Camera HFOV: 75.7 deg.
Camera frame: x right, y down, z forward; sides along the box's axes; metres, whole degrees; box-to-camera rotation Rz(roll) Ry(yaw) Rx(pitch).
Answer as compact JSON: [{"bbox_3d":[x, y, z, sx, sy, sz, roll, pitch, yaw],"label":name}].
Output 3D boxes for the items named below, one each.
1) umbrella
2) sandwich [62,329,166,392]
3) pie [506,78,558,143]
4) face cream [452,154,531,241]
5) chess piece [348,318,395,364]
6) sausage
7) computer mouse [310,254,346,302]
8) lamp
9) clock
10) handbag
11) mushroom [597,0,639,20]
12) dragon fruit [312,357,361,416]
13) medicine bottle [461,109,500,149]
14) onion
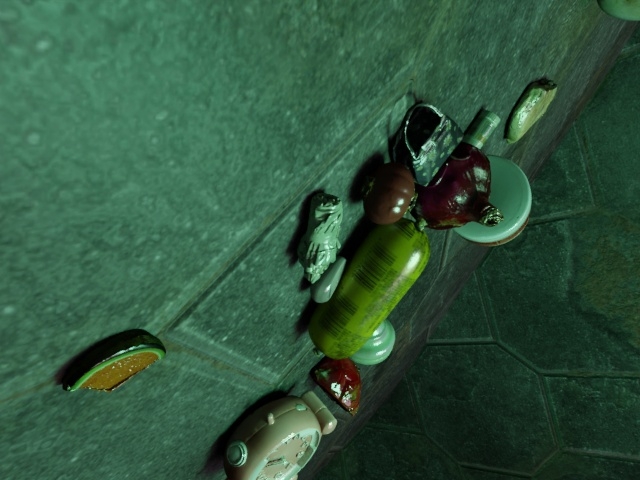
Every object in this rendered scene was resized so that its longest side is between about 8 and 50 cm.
[{"bbox_3d":[0.000,0.000,0.599,0.067,0.062,0.144,-73,177,-61],"label":"umbrella"},{"bbox_3d":[-0.217,0.130,0.437,0.101,0.026,0.069,-32,153,-32],"label":"sandwich"},{"bbox_3d":[0.588,-0.356,1.157,0.218,0.052,0.185,-28,144,-46],"label":"pie"},{"bbox_3d":[0.407,-0.091,1.013,0.201,0.201,0.187,-57,155,10],"label":"face cream"},{"bbox_3d":[0.108,0.146,0.931,0.139,0.139,0.272,-33,138,-36],"label":"chess piece"},{"bbox_3d":[0.088,0.095,0.787,0.347,0.123,0.123,-55,156,16],"label":"sausage"},{"bbox_3d":[0.010,0.065,0.727,0.066,0.039,0.096,95,22,-50],"label":"computer mouse"},{"bbox_3d":[0.107,-0.074,0.653,0.101,0.090,0.101,-162,-90,-87],"label":"lamp"},{"bbox_3d":[-0.115,0.446,0.916,0.227,0.142,0.241,-57,145,7],"label":"clock"},{"bbox_3d":[0.157,-0.163,0.645,0.115,0.072,0.139,-53,151,5],"label":"handbag"},{"bbox_3d":[0.746,-0.627,0.906,0.243,0.243,0.243,-40,152,-26],"label":"mushroom"},{"bbox_3d":[0.066,0.377,1.108,0.120,0.161,0.127,-43,165,-16],"label":"dragon fruit"},{"bbox_3d":[0.350,-0.240,0.906,0.083,0.047,0.047,-56,155,8],"label":"medicine bottle"},{"bbox_3d":[0.240,-0.095,0.748,0.135,0.198,0.173,29,102,-35],"label":"onion"}]
